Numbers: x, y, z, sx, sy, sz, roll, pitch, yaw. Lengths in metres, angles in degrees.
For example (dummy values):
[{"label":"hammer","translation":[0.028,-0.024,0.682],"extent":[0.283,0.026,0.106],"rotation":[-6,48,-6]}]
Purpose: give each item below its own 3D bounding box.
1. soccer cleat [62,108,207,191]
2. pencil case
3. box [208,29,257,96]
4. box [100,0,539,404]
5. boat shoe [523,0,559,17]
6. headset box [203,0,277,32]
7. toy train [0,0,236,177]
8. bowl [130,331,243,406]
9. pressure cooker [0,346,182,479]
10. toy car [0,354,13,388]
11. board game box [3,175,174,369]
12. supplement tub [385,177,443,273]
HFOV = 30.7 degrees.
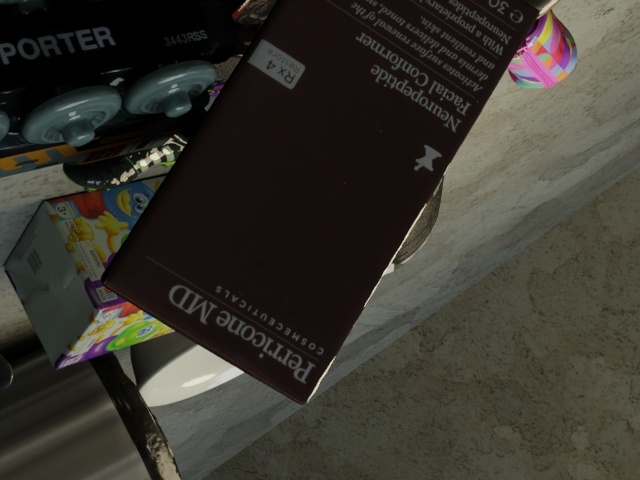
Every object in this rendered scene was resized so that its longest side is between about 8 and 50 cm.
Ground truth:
[{"label":"soccer cleat","translation":[-0.182,-0.098,1.170],"extent":[0.179,0.060,0.072],"rotation":[-23,154,-48]},{"label":"pencil case","translation":[0.246,-0.247,1.412],"extent":[0.104,0.104,0.236],"rotation":[-36,164,18]},{"label":"box","translation":[-0.094,-0.166,1.097],"extent":[0.116,0.029,0.162],"rotation":[-16,174,34]},{"label":"box","translation":[-0.005,-0.077,0.974],"extent":[0.381,0.191,0.143],"rotation":[-59,-171,-5]},{"label":"boat shoe","translation":[0.266,-0.328,1.163],"extent":[0.116,0.123,0.324],"rotation":[-19,163,-42]},{"label":"headset box","translation":[-0.064,-0.216,1.053],"extent":[0.062,0.032,0.083],"rotation":[-40,161,31]},{"label":"toy train","translation":[-0.226,-0.115,0.894],"extent":[0.334,0.142,0.190],"rotation":[-19,170,-35]},{"label":"bowl","translation":[-0.160,0.115,1.698],"extent":[0.298,0.134,0.298],"rotation":[-25,165,-8]},{"label":"pressure cooker","translation":[-0.416,0.363,1.578],"extent":[0.420,0.370,0.375],"rotation":[-25,-169,-19]},{"label":"toy car","translation":[-0.372,0.082,1.112],"extent":[0.155,0.188,0.149],"rotation":[-36,164,17]},{"label":"board game box","translation":[-0.194,0.023,1.347],"extent":[0.275,0.142,0.144],"rotation":[-17,159,-41]},{"label":"supplement tub","translation":[0.041,-0.076,1.356],"extent":[0.207,0.207,0.338],"rotation":[-29,164,-5]}]
